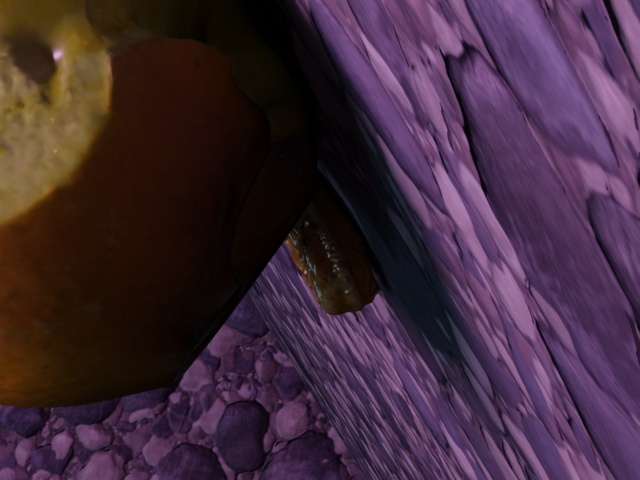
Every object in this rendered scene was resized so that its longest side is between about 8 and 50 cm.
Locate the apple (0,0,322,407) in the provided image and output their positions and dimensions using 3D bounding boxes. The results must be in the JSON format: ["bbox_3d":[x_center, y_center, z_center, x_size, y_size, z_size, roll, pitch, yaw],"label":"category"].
[{"bbox_3d":[-0.166,-0.087,1.075,0.374,0.374,0.384,56,134,33],"label":"apple"}]

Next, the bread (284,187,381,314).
[{"bbox_3d":[0.000,0.000,1.259,0.111,0.044,0.083,57,173,47],"label":"bread"}]
